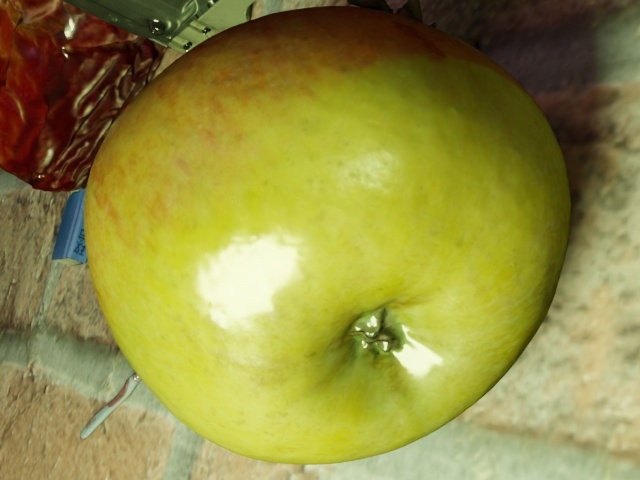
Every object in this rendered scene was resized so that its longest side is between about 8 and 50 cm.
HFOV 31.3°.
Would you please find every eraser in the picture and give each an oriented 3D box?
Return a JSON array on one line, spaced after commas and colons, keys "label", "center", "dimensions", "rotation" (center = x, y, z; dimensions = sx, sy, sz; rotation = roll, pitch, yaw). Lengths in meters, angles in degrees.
[{"label": "eraser", "center": [-0.283, -0.014, 1.335], "dimensions": [0.063, 0.027, 0.085], "rotation": [-9, 65, 60]}]

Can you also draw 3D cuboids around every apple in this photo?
[{"label": "apple", "center": [0.000, 0.000, 0.605], "dimensions": [0.261, 0.260, 0.194], "rotation": [-55, 30, 26]}]

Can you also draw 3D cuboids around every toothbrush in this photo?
[{"label": "toothbrush", "center": [-0.186, 0.142, 1.077], "dimensions": [0.193, 0.019, 0.013], "rotation": [-48, 36, 39]}]

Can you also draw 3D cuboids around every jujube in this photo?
[{"label": "jujube", "center": [-0.280, -0.219, 1.305], "dimensions": [0.216, 0.216, 0.342], "rotation": [-119, 43, -55]}]

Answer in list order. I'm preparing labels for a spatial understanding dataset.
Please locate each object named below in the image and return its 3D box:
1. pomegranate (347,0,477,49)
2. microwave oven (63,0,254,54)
[{"label": "pomegranate", "center": [0.003, -0.097, 0.777], "dimensions": [0.169, 0.148, 0.148], "rotation": [-61, 29, 3]}, {"label": "microwave oven", "center": [-0.123, -0.352, 1.011], "dimensions": [0.355, 0.286, 0.219], "rotation": [-27, 51, 46]}]
